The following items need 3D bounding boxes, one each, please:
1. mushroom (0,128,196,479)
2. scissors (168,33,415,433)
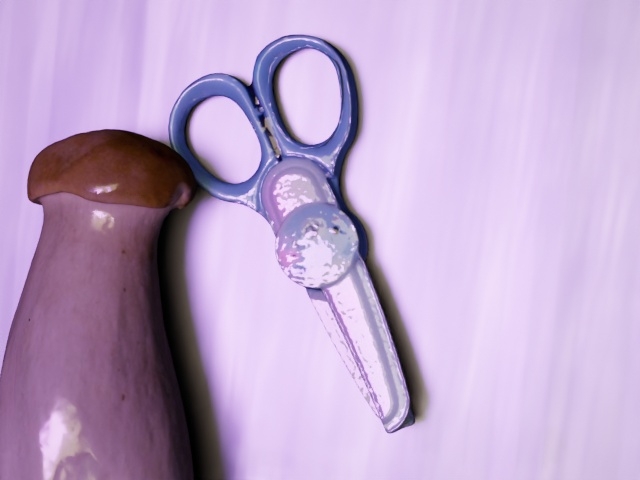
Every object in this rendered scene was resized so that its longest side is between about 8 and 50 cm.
[{"bbox_3d":[-0.137,0.105,1.064,0.128,0.128,0.350,1,87,14],"label":"mushroom"},{"bbox_3d":[0.000,0.000,1.071,0.125,0.030,0.256,-26,81,13],"label":"scissors"}]
